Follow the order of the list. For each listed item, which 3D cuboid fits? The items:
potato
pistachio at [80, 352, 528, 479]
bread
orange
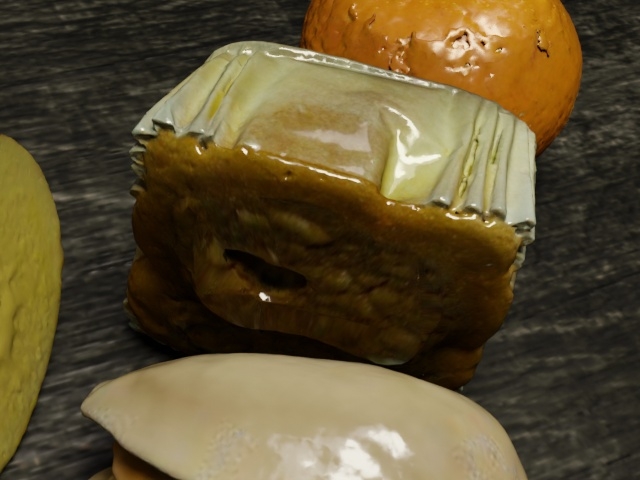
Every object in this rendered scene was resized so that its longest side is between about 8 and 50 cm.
[{"bbox_3d":[-0.236,0.035,0.515,0.158,0.178,0.203,6,70,14],"label":"potato"},{"bbox_3d":[-0.008,0.118,0.506,0.223,0.126,0.152,8,12,1],"label":"pistachio"},{"bbox_3d":[0.002,0.001,0.565,0.210,0.192,0.109,16,49,2],"label":"bread"},{"bbox_3d":[0.078,-0.116,0.717,0.193,0.161,0.193,0,39,0],"label":"orange"}]
